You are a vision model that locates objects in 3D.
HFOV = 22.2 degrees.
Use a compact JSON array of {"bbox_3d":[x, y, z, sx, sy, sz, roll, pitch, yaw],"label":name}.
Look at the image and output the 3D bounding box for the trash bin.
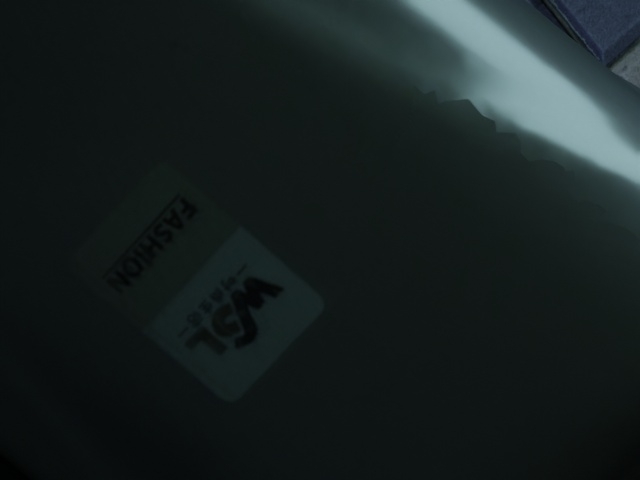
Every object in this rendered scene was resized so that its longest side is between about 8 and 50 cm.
[{"bbox_3d":[0.000,0.000,0.459,0.250,0.220,0.219,40,8,-14],"label":"trash bin"}]
